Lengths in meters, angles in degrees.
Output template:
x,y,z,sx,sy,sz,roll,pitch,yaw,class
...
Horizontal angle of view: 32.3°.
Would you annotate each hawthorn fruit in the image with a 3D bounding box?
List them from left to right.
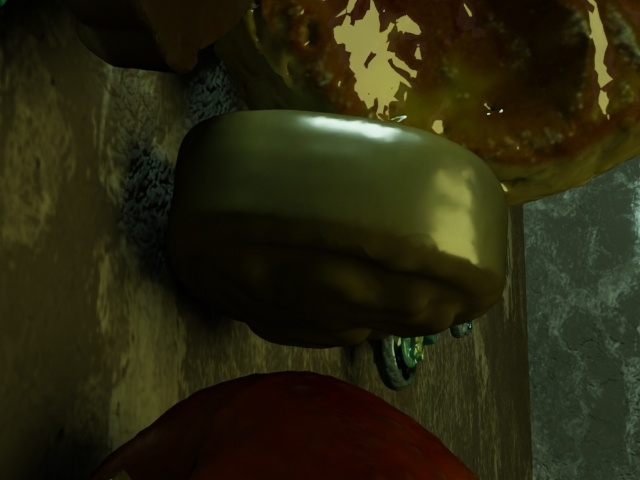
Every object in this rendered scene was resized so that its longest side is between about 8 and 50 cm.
x,y,z,sx,sy,sz,roll,pitch,yaw,class
-0.022,0.203,0.583,0.299,0.275,0.275,54,33,-35,hawthorn fruit

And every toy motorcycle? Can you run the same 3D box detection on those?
x,y,z,sx,sy,sz,roll,pitch,yaw,class
0.094,0.021,1.232,0.296,0.109,0.198,-74,146,-47,toy motorcycle

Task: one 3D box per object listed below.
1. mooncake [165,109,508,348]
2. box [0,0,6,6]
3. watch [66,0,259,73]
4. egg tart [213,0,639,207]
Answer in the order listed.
x,y,z,sx,sy,sz,roll,pitch,yaw,class
0.000,0.000,0.758,0.235,0.235,0.117,49,45,-63,mooncake
-0.164,-0.242,0.572,0.226,0.042,0.160,-73,154,-48,box
0.018,-0.279,0.540,0.314,0.327,0.335,-61,143,-60,watch
0.115,-0.239,0.813,0.178,0.443,0.443,-112,-170,-68,egg tart
